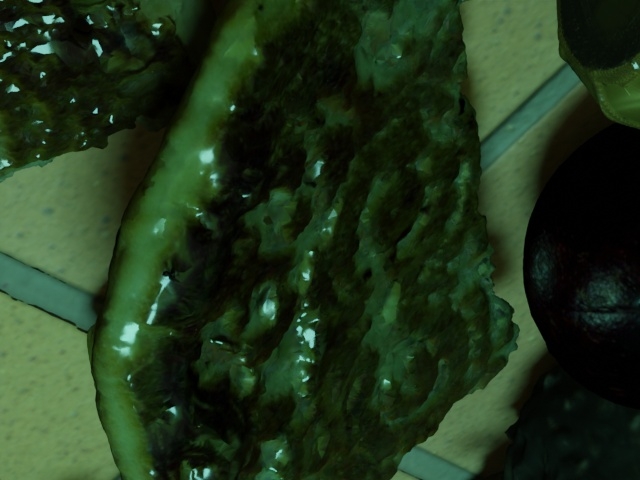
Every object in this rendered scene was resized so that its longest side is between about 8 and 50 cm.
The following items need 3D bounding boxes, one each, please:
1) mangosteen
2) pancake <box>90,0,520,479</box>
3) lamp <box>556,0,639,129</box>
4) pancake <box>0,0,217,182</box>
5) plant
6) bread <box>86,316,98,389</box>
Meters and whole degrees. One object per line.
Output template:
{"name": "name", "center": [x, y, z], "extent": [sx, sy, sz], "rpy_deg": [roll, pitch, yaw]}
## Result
{"name": "mangosteen", "center": [0.222, 0.019, 1.175], "extent": [0.209, 0.210, 0.210], "rpy_deg": [-14, 137, -14]}
{"name": "pancake", "center": [-0.004, 0.003, 1.084], "extent": [0.305, 0.067, 0.427], "rpy_deg": [-30, 131, -32]}
{"name": "lamp", "center": [0.232, -0.130, 1.071], "extent": [0.185, 0.161, 0.161], "rpy_deg": [7, 128, -29]}
{"name": "pancake", "center": [-0.180, -0.108, 0.970], "extent": [0.266, 0.057, 0.244], "rpy_deg": [25, 126, -37]}
{"name": "plant", "center": [0.202, 0.174, 1.334], "extent": [0.234, 0.204, 0.178], "rpy_deg": [-46, 138, 8]}
{"name": "bread", "center": [-0.076, 0.124, 1.212], "extent": [0.087, 0.098, 0.269], "rpy_deg": [-58, 151, -33]}
